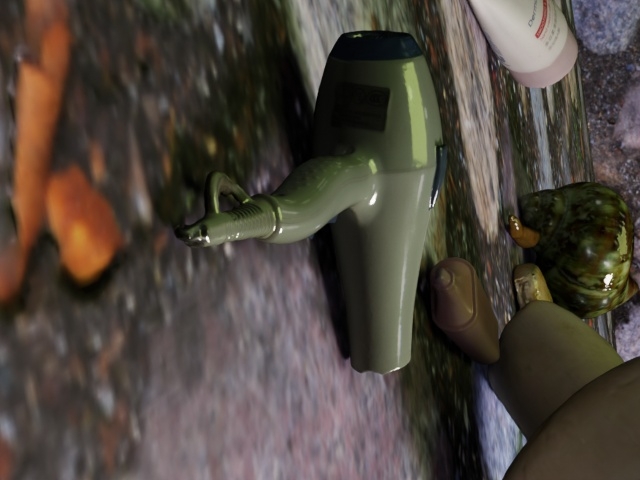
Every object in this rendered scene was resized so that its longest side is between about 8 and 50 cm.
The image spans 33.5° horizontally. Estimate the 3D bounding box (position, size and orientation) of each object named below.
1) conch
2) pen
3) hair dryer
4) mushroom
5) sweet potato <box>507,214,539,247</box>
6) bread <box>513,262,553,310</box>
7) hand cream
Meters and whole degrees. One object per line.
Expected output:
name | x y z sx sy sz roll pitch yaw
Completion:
conch | 0.311 0.010 1.293 0.187 0.124 0.181 -123 -168 -77
pen | 0.105 0.052 0.774 0.197 0.032 0.053 49 39 -65
hair dryer | 0.006 0.013 0.467 0.199 0.067 0.167 -53 140 -51
mushroom | 0.226 0.183 0.795 0.336 0.314 0.314 53 -13 53
sweet potato | 0.219 -0.007 1.161 0.115 0.026 0.026 19 66 -65
bread | 0.233 0.067 1.159 0.070 0.035 0.083 -36 111 -70
hand cream | 0.193 -0.255 1.107 0.248 0.083 0.133 35 48 -54
